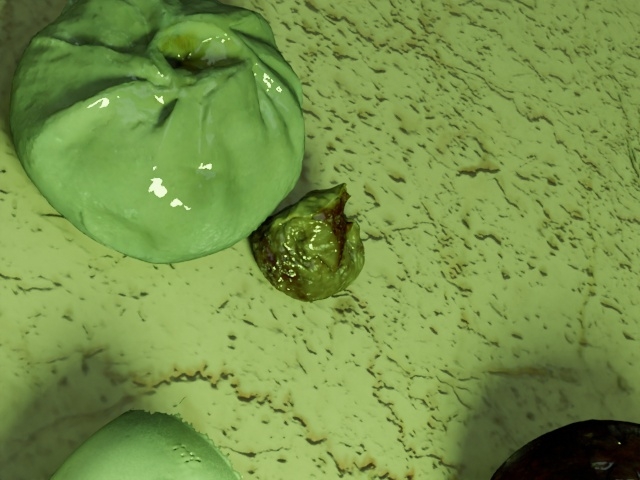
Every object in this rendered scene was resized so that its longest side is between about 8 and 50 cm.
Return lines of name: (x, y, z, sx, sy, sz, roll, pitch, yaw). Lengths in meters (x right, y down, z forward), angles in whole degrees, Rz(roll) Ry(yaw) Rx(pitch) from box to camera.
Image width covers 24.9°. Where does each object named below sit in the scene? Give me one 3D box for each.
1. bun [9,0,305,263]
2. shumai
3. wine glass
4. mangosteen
bun: (-0.168, -0.142, 1.608, 0.354, 0.194, 0.354, 15, 56, -22)
shumai: (-0.011, 0.005, 1.694, 0.139, 0.105, 0.123, -16, 75, -10)
wine glass: (-0.219, 0.313, 1.322, 0.190, 0.190, 0.357, 46, 49, -1)
mangosteen: (0.311, 0.341, 1.590, 0.297, 0.293, 0.297, 0, 51, -1)
